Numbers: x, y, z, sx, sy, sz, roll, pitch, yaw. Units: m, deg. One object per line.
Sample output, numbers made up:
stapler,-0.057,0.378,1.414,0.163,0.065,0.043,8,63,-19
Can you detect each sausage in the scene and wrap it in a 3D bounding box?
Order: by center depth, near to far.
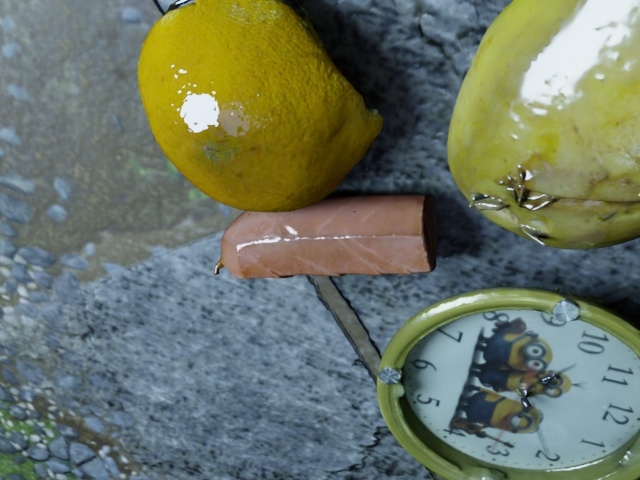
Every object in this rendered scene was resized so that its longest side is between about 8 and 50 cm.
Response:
sausage,0.000,-0.001,0.640,0.169,0.065,0.065,-2,123,16

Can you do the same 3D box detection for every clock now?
clock,0.162,0.117,0.679,0.237,0.057,0.237,8,127,11

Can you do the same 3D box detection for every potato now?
potato,0.192,-0.108,0.464,0.173,0.140,0.300,34,127,-1

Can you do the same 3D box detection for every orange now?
orange,-0.049,-0.085,0.572,0.170,0.112,0.160,19,128,16
